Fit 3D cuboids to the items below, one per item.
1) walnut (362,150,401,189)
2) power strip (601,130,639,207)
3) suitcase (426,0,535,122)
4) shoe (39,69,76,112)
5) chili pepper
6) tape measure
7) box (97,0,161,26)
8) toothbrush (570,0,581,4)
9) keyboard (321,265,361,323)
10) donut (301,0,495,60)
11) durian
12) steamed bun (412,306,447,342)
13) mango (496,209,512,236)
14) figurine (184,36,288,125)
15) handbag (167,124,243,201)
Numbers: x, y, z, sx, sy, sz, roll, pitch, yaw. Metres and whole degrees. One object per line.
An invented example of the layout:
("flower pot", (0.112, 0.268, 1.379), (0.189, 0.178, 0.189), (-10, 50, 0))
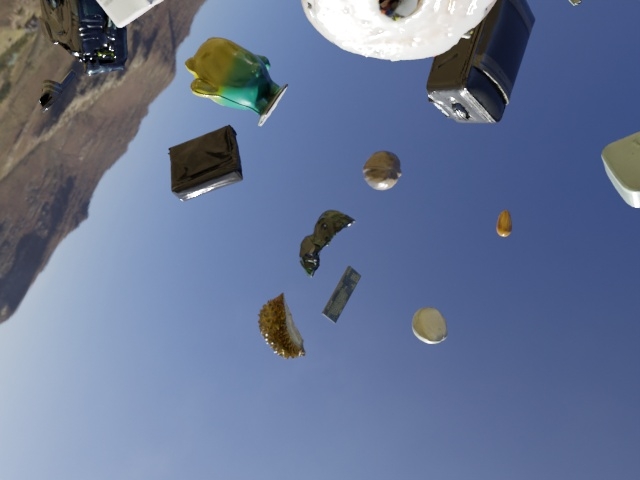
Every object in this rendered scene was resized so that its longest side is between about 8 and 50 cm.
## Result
("walnut", (0.221, -0.251, 1.549), (0.140, 0.140, 0.162), (-66, -157, -7))
("power strip", (0.590, -0.171, 0.673), (0.265, 0.059, 0.193), (-23, -139, 25))
("suitcase", (0.492, -0.577, 1.308), (0.194, 0.283, 0.433), (18, -91, 46))
("shoe", (-0.745, -0.426, 1.197), (0.071, 0.049, 0.179), (-19, -133, 32))
("chili pepper", (-0.007, 0.000, 1.560), (0.148, 0.116, 0.264), (34, -86, 47))
("tape measure", (-0.425, -0.415, 0.755), (0.199, 0.112, 0.186), (39, -48, 23))
("box", (-0.227, -0.439, 0.428), (0.225, 0.341, 0.144), (-47, -145, -17))
("toothbrush", (0.421, -0.583, 0.861), (0.026, 0.294, 0.028), (-42, -176, 38))
("keyboard", (0.066, 0.161, 1.299), (0.014, 0.055, 0.176), (-15, -142, 57))
("donut", (0.144, -0.491, 0.784), (0.383, 0.383, 0.142), (-14, -114, 50))
("durian", (-0.143, 0.327, 1.556), (0.138, 0.249, 0.183), (-30, -176, -21))
("steamed bun", (0.379, 0.304, 1.523), (0.129, 0.113, 0.091), (65, -24, 19))
("mango", (0.611, -0.058, 1.428), (0.060, 0.046, 0.089), (-90, -178, -73))
("figurine", (-0.309, -0.599, 1.588), (0.231, 0.340, 0.323), (-37, -156, 59))
("handbag", (-0.377, -0.254, 1.420), (0.247, 0.080, 0.222), (-18, -122, 7))
